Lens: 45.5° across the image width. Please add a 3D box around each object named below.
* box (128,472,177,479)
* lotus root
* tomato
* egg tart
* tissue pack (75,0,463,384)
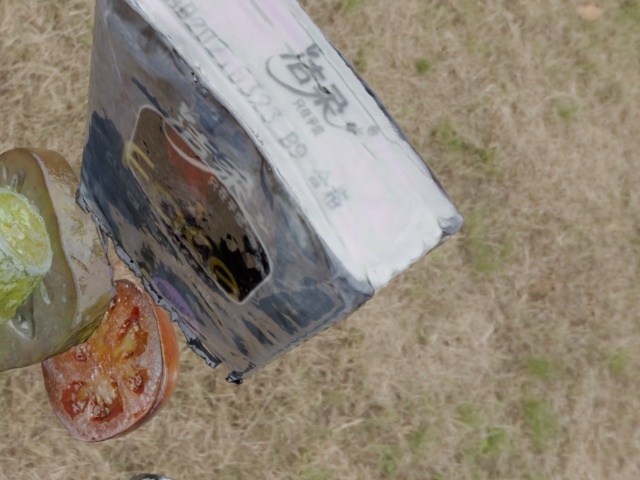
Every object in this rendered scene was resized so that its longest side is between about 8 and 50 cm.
[{"bbox_3d":[-0.290,0.501,1.335,0.151,0.151,0.135,42,46,-25],"label":"box"},{"bbox_3d":[-0.512,0.023,1.277,0.111,0.390,0.375,-5,121,-64],"label":"lotus root"},{"bbox_3d":[-0.417,0.258,1.605,0.143,0.338,0.339,18,68,-60],"label":"tomato"},{"bbox_3d":[-0.384,-0.004,0.899,0.197,0.078,0.197,-23,90,-81],"label":"egg tart"},{"bbox_3d":[-0.072,-0.034,0.601,0.122,0.361,0.259,-39,89,-25],"label":"tissue pack"}]
